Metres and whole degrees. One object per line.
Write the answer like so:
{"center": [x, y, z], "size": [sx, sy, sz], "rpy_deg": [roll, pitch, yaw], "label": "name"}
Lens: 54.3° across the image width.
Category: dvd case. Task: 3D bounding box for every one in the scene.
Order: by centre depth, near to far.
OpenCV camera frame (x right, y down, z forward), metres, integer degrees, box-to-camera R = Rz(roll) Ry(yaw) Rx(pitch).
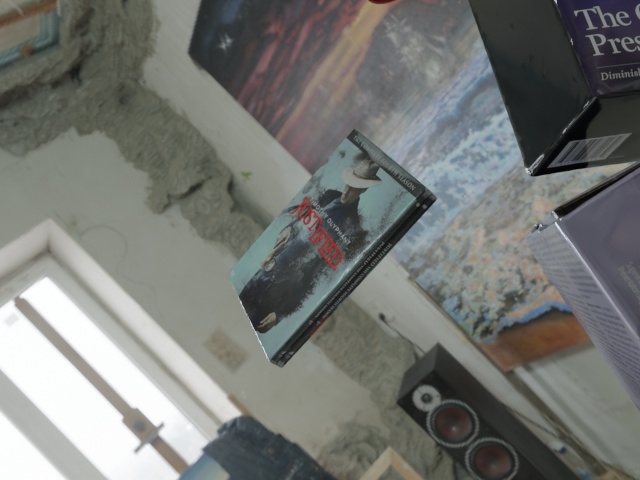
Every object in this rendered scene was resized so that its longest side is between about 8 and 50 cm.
{"center": [0.000, 0.000, 0.346], "size": [0.119, 0.013, 0.087], "rpy_deg": [-47, 37, 8], "label": "dvd case"}

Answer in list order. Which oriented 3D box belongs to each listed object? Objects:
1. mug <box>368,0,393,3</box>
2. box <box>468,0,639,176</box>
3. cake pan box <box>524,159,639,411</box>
{"center": [0.075, -0.346, 0.670], "size": [0.169, 0.113, 0.150], "rpy_deg": [-16, -9, 25], "label": "mug"}
{"center": [0.259, -0.163, 0.449], "size": [0.261, 0.184, 0.103], "rpy_deg": [-9, -23, -10], "label": "box"}
{"center": [0.225, 0.077, 0.385], "size": [0.070, 0.246, 0.267], "rpy_deg": [-35, -12, 11], "label": "cake pan box"}
